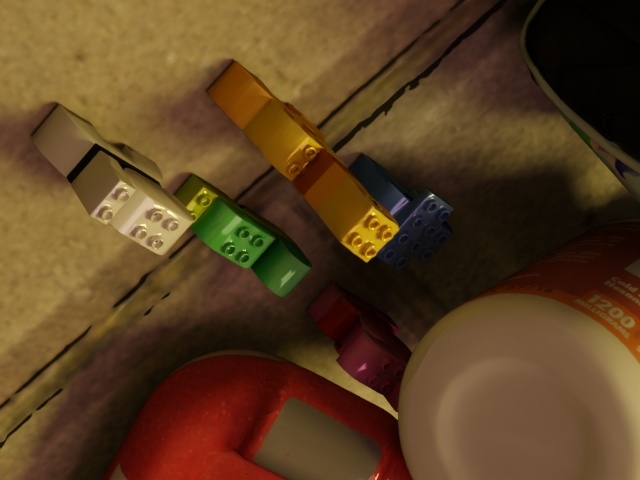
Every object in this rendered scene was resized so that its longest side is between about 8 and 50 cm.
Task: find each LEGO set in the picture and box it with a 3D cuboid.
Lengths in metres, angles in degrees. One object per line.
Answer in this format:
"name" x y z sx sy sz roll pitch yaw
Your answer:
"LEGO set" 0.000 0.000 0.692 0.087 0.093 0.227 -48 133 10

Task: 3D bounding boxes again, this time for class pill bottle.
"pill bottle" 0.135 0.057 0.755 0.216 0.121 0.121 -25 142 -55

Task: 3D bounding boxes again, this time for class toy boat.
"toy boat" -0.046 0.173 0.734 0.151 0.151 0.231 27 110 -6

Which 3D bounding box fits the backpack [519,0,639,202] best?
"backpack" 0.238 -0.066 0.674 0.225 0.253 0.191 -48 134 8
